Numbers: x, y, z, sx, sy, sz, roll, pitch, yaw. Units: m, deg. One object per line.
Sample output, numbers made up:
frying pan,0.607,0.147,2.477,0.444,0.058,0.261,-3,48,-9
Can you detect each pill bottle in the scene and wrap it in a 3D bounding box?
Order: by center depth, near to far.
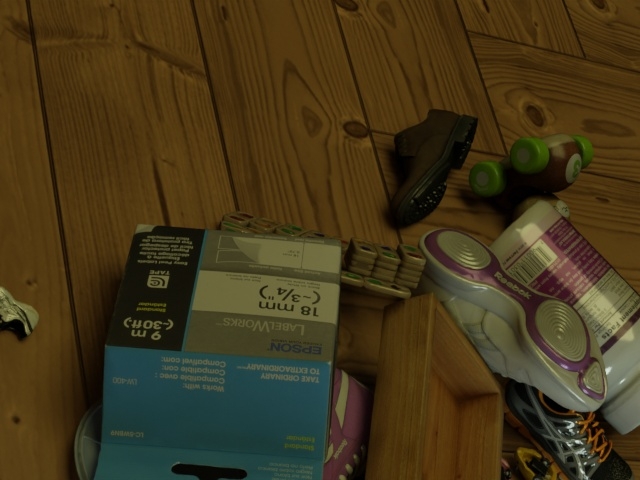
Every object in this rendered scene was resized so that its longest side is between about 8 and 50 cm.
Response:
pill bottle,0.338,0.106,2.113,0.301,0.169,0.169,47,42,5

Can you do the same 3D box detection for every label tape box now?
label tape box,-0.102,0.124,1.711,0.240,0.106,0.334,4,36,1

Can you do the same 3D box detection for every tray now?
tray,0.128,0.282,1.820,0.203,0.076,0.411,52,33,-37

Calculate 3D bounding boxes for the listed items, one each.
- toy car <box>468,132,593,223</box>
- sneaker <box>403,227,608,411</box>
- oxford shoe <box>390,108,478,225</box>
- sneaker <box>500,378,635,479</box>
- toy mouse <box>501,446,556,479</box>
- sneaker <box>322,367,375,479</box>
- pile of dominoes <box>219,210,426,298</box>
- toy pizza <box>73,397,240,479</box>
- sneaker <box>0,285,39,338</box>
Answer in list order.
toy car,0.324,-0.043,2.260,0.155,0.149,0.188,-7,72,-52
sneaker,0.231,0.118,2.020,0.305,0.152,0.114,42,43,19
oxford shoe,0.136,-0.103,2.219,0.096,0.083,0.227,21,44,13
sneaker,0.324,0.247,2.052,0.215,0.083,0.084,40,41,-4
toy mouse,0.242,0.315,1.972,0.161,0.031,0.143,34,42,-8
sneaker,0.018,0.257,1.806,0.161,0.102,0.282,27,44,-20
pile of dominoes,0.000,0.000,1.946,0.251,0.040,0.196,15,13,-10
toy pizza,-0.176,0.250,1.714,0.201,0.032,0.201,23,42,-23
sneaker,-0.345,0.076,1.734,0.083,0.032,0.037,29,43,-13
